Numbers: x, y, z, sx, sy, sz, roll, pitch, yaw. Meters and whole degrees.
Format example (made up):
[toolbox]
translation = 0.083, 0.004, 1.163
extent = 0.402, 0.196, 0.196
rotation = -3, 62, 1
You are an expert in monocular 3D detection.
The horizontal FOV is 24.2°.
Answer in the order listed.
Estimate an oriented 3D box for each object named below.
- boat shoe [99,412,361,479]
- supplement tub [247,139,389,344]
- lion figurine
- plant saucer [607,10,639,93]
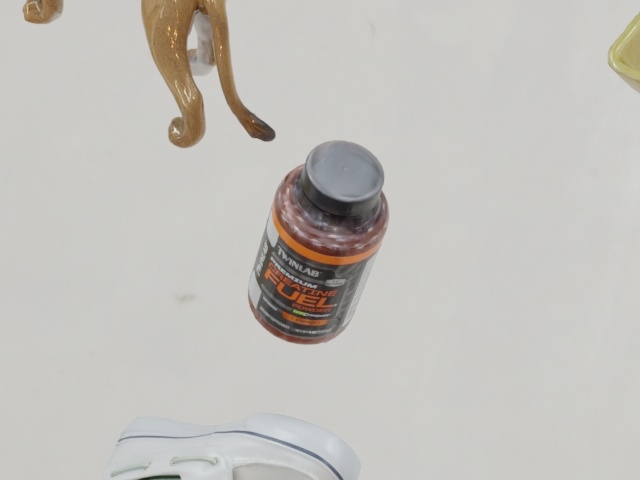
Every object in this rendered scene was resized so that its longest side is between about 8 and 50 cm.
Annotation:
[boat shoe]
translation = -0.072, 0.181, 1.103
extent = 0.226, 0.083, 0.076
rotation = -7, 39, 42
[supplement tub]
translation = 0.000, 0.000, 1.337
extent = 0.106, 0.198, 0.106
rotation = 7, 50, -9
[lion figurine]
translation = -0.178, -0.269, 1.367
extent = 0.392, 0.240, 0.142
rotation = 34, 49, 18
[plant saucer]
translation = 0.463, -0.164, 1.282
extent = 0.333, 0.081, 0.332
rotation = 28, 59, 22
